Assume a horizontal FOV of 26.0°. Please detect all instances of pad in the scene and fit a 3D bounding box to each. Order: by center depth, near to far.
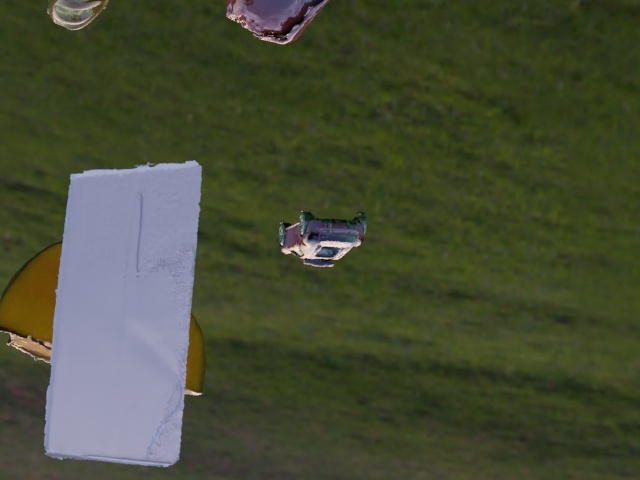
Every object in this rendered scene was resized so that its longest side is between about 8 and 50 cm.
[{"bbox_3d":[-0.154,0.054,1.065,0.156,0.232,0.004,-4,169,40],"label":"pad"}]

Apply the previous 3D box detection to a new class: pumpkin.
[{"bbox_3d":[-0.239,0.070,1.344,0.163,0.111,0.278,-3,161,41],"label":"pumpkin"}]

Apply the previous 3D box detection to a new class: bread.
[{"bbox_3d":[-0.323,-0.378,1.942,0.083,0.157,0.094,21,168,-8],"label":"bread"}]

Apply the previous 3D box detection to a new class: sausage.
[{"bbox_3d":[-0.013,-0.214,1.069,0.076,0.141,0.076,42,-175,-4],"label":"sausage"}]

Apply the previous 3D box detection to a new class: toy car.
[{"bbox_3d":[0.000,0.000,1.465,0.069,0.055,0.142,3,171,-16],"label":"toy car"}]
